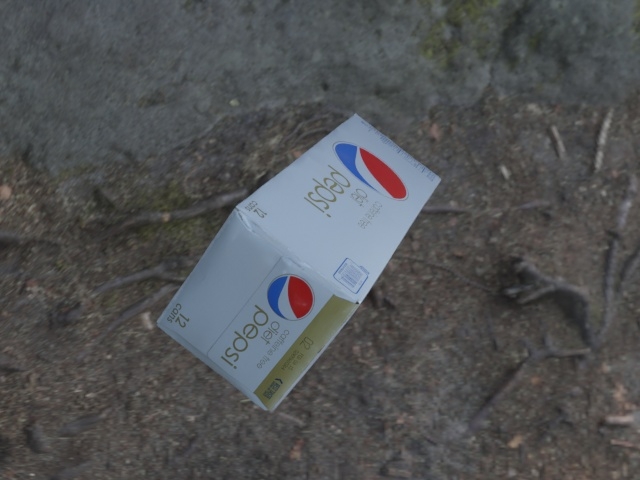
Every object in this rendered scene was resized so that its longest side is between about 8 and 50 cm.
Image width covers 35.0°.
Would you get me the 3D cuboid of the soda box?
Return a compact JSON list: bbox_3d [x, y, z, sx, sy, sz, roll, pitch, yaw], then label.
[{"bbox_3d":[0.000,0.000,0.529,0.069,0.074,0.216,38,24,2],"label":"soda box"}]
